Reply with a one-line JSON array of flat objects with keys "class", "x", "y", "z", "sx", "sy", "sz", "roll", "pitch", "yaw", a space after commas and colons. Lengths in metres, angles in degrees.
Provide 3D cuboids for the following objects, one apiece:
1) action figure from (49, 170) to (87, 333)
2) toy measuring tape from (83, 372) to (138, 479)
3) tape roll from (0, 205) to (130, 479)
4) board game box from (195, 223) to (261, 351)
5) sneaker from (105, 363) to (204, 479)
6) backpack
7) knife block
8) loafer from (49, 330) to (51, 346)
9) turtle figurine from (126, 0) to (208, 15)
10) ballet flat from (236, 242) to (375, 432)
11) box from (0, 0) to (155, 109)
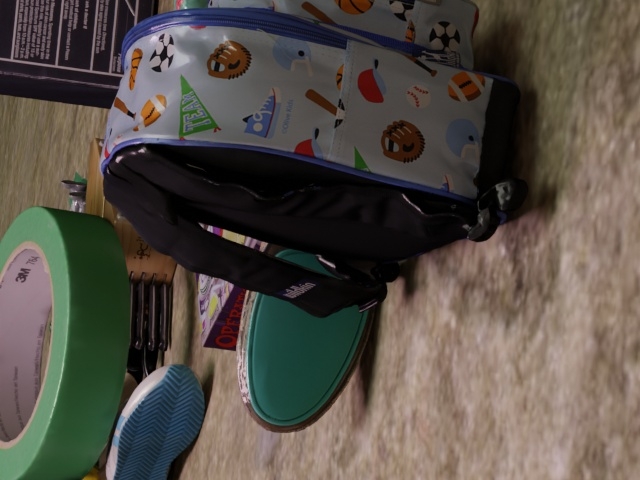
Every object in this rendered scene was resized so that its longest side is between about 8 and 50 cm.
[{"class": "action figure", "x": -0.359, "y": 0.032, "z": 2.414, "sx": 0.137, "sy": 0.063, "sz": 0.232, "roll": -131, "pitch": 47, "yaw": -60}, {"class": "toy measuring tape", "x": -0.286, "y": 0.239, "z": 2.012, "sx": 0.330, "sy": 0.121, "sz": 0.121, "roll": 107, "pitch": 160, "yaw": -49}, {"class": "tape roll", "x": -0.315, "y": 0.123, "z": 1.934, "sx": 0.321, "sy": 0.077, "sz": 0.321, "roll": -26, "pitch": 60, "yaw": 57}, {"class": "board game box", "x": -0.054, "y": -0.073, "z": 1.611, "sx": 0.347, "sy": 0.056, "sz": 0.208, "roll": 119, "pitch": 155, "yaw": -47}, {"class": "sneaker", "x": -0.189, "y": 0.201, "z": 1.834, "sx": 0.228, "sy": 0.087, "sz": 0.092, "roll": 117, "pitch": 152, "yaw": -42}, {"class": "backpack", "x": -0.018, "y": -0.081, "z": 1.183, "sx": 0.276, "sy": 0.263, "sz": 0.213, "roll": 142, "pitch": 132, "yaw": -65}, {"class": "knife block", "x": -0.241, "y": 0.042, "z": 2.027, "sx": 0.275, "sy": 0.088, "sz": 0.242, "roll": -112, "pitch": 36, "yaw": -52}, {"class": "loafer", "x": -0.304, "y": 0.093, "z": 2.238, "sx": 0.096, "sy": 0.084, "sz": 0.267, "roll": -27, "pitch": 56, "yaw": 30}, {"class": "turtle figurine", "x": -0.168, "y": -0.304, "z": 1.914, "sx": 0.175, "sy": 0.118, "sz": 0.234, "roll": 58, "pitch": -164, "yaw": -45}, {"class": "ballet flat", "x": 0.000, "y": 0.000, "z": 1.380, "sx": 0.106, "sy": 0.108, "sz": 0.316, "roll": -166, "pitch": 90, "yaw": -85}, {"class": "box", "x": -0.376, "y": -0.341, "z": 2.230, "sx": 0.183, "sy": 0.294, "sz": 0.296, "roll": 168, "pitch": 108, "yaw": -72}]
